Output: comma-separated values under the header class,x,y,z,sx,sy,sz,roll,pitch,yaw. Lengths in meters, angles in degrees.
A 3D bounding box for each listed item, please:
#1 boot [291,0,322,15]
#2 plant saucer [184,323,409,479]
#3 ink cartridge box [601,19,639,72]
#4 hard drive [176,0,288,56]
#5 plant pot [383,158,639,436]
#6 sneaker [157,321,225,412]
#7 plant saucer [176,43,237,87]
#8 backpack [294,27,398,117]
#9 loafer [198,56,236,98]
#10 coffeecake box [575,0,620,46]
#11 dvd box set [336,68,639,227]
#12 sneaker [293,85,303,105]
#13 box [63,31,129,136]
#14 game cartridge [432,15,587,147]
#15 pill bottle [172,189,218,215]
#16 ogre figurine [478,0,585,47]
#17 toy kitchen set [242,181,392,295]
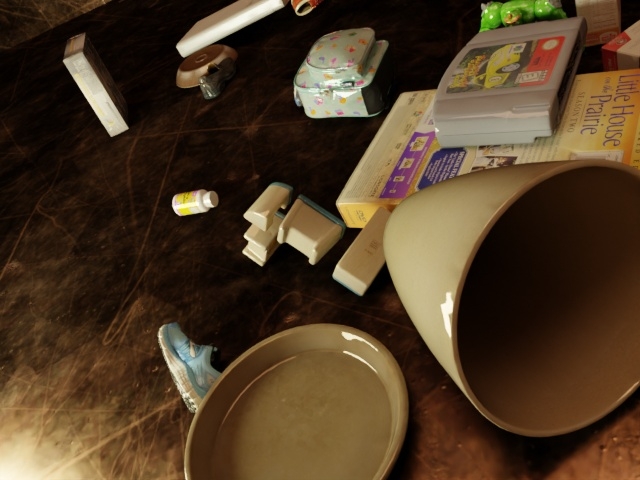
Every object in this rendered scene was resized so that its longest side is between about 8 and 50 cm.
class,x,y,z,sx,sy,sz,roll,pitch,yaw
boot,-0.009,-0.703,1.720,0.157,0.059,0.085,-26,40,16
plant saucer,-0.027,0.217,0.695,0.277,0.041,0.278,-17,40,15
ink cartridge box,0.526,-0.287,0.923,0.099,0.056,0.135,-35,38,-8
hard drive,-0.246,-0.676,1.789,0.352,0.047,0.233,-18,32,22
plant pot,0.182,0.028,0.651,0.256,0.257,0.274,-35,22,-9
sneaker,-0.176,0.169,0.837,0.073,0.063,0.162,-23,41,-20
plant saucer,-0.332,-0.507,1.703,0.198,0.036,0.199,-17,38,14
backpack,0.041,-0.329,1.195,0.188,0.144,0.166,-4,49,32
loafer,-0.270,-0.443,1.572,0.062,0.061,0.170,-9,41,24
coffeecake box,0.481,-0.459,1.040,0.068,0.186,0.142,-3,45,29
dvd box set,0.268,-0.136,0.902,0.420,0.062,0.308,2,47,33
sneaker,-0.011,-0.345,1.316,0.058,0.052,0.135,9,51,33
box,-0.598,-0.419,1.605,0.056,0.231,0.183,-24,39,-1
game cartridge,0.290,-0.253,0.934,0.196,0.060,0.294,-1,43,36
pill bottle,-0.240,-0.074,1.150,0.083,0.043,0.043,-8,42,24
ogre figurine,0.363,-0.380,1.075,0.097,0.118,0.197,-40,39,-16
toy kitchen set,0.000,0.000,0.910,0.207,0.166,0.122,34,63,9
